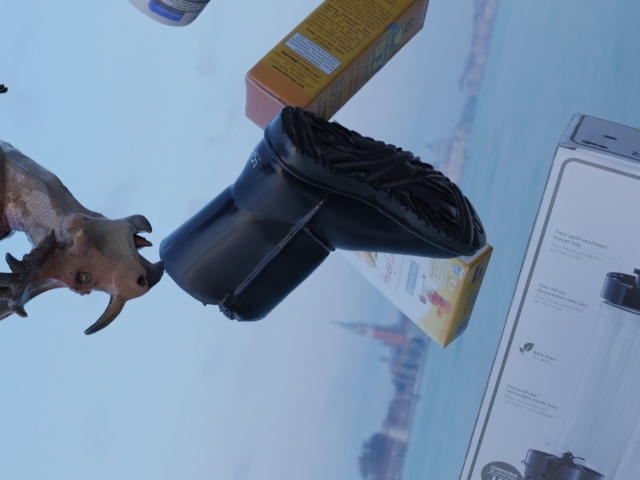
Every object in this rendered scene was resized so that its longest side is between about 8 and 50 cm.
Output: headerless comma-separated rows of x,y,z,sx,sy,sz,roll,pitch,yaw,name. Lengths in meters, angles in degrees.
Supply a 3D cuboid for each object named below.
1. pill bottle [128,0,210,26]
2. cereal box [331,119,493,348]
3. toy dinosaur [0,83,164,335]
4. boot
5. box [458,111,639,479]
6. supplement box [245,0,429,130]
-0.087,-0.228,0.699,0.137,0.078,0.078,-42,16,34,pill bottle
0.078,-0.006,1.098,0.047,0.240,0.173,-38,-26,-25,cereal box
-0.282,-0.013,0.715,0.127,0.295,0.200,-9,-91,-65,toy dinosaur
0.000,0.000,0.891,0.207,0.246,0.094,-45,37,34,boot
0.204,0.080,0.640,0.087,0.169,0.290,-44,-32,-60,box
0.021,-0.205,1.030,0.233,0.080,0.078,-49,-15,-23,supplement box
